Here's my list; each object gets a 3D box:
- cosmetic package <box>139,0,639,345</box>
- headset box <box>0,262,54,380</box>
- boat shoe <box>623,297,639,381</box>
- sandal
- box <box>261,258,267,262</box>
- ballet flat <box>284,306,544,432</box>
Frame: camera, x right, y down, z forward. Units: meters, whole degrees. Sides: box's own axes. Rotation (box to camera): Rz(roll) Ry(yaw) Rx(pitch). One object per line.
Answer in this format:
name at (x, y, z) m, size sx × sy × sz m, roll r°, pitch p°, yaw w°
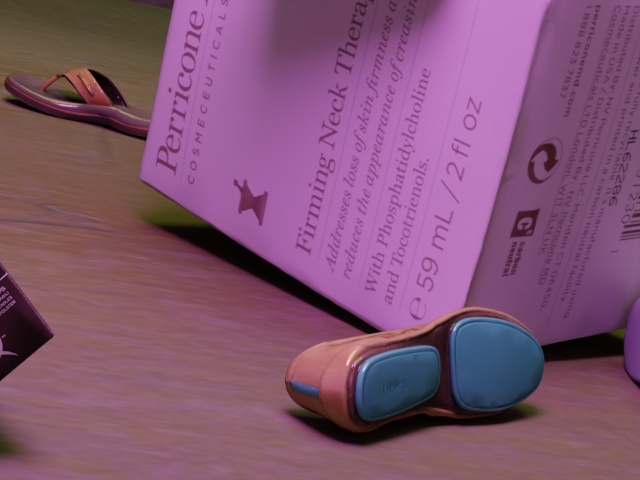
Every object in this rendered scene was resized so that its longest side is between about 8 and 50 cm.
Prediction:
cosmetic package at (0.110, -0.134, 1.475) m, size 0.327 × 0.329 × 0.394 m, roll -8°, pitch 29°, yaw -45°
headset box at (-0.297, -0.051, 0.907) m, size 0.218 × 0.110 × 0.293 m, roll 30°, pitch -24°, yaw 54°
boat shoe at (0.310, 0.097, 1.328) m, size 0.084 × 0.095 × 0.258 m, roll 8°, pitch 14°, yaw -6°
sandal at (-0.262, -0.169, 2.000) m, size 0.219 × 0.060 × 0.090 m, roll 16°, pitch 12°, yaw 13°
box at (0.000, 0.000, 1.588) m, size 0.116 × 0.029 × 0.162 m, roll 11°, pitch 14°, yaw -8°
ballet flat at (0.066, 0.085, 1.173) m, size 0.073 × 0.080 × 0.232 m, roll 4°, pitch 2°, yaw 40°
